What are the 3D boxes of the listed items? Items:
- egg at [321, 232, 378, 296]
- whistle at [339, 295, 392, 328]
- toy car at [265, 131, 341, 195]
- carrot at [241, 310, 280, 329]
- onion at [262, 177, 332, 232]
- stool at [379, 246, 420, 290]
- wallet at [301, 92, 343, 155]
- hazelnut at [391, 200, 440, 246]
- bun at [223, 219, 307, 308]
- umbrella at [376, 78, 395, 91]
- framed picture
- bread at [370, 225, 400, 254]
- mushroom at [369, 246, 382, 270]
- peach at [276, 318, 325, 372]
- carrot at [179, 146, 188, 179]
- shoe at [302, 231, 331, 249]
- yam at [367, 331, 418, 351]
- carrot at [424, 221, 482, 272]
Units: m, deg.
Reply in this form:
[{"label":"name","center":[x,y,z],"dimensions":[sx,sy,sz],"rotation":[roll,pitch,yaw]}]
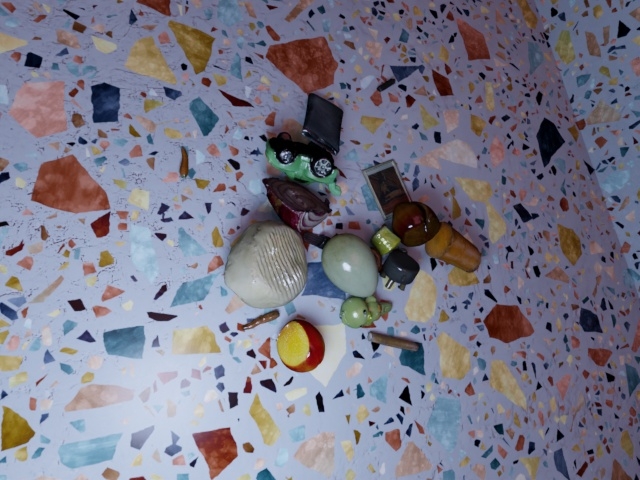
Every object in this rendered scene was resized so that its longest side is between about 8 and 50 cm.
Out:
[{"label":"egg","center":[0.130,0.110,1.692],"dimensions":[0.218,0.218,0.296],"rotation":[-33,93,-27]},{"label":"whistle","center":[0.208,0.309,1.731],"dimensions":[0.293,0.141,0.141],"rotation":[2,77,-24]},{"label":"toy car","center":[-0.065,-0.328,1.722],"dimensions":[0.357,0.177,0.214],"rotation":[10,30,-17]},{"label":"carrot","center":[-0.235,0.316,1.582],"dimensions":[0.164,0.035,0.036],"rotation":[-18,86,-25]},{"label":"onion","center":[-0.119,-0.147,1.667],"dimensions":[0.280,0.146,0.314],"rotation":[38,25,23]},{"label":"stool","center":[0.364,0.132,1.835],"dimensions":[0.153,0.139,0.228],"rotation":[33,32,14]},{"label":"wallet","center":[0.014,-0.532,1.790],"dimensions":[0.190,0.046,0.379],"rotation":[27,39,-20]},{"label":"hazelnut","center":[0.444,-0.081,1.905],"dimensions":[0.251,0.217,0.218],"rotation":[4,76,-34]},{"label":"bun","center":[-0.204,0.099,1.542],"dimensions":[0.326,0.234,0.362],"rotation":[47,44,-17]},{"label":"umbrella","center":[0.346,-0.818,2.109],"dimensions":[0.133,0.031,0.036],"rotation":[-37,97,-28]},{"label":"framed picture","center":[0.341,-0.255,1.987],"dimensions":[0.216,0.016,0.274],"rotation":[-25,89,-27]},{"label":"bread","center":[0.296,0.003,1.850],"dimensions":[0.111,0.129,0.114],"rotation":[-40,88,-9]},{"label":"mushroom","center":[0.225,0.092,1.818],"dimensions":[0.109,0.084,0.126],"rotation":[32,66,-45]},{"label":"peach","center":[-0.077,0.405,1.549],"dimensions":[0.190,0.190,0.193],"rotation":[-49,119,-25]},{"label":"carrot","center":[-0.538,-0.304,1.585],"dimensions":[0.035,0.035,0.142],"rotation":[3,70,-24]},{"label":"shoe","center":[0.000,0.000,1.753],"dimensions":[0.159,0.053,0.062],"rotation":[18,68,-17]},{"label":"yam","center":[0.328,0.456,1.802],"dimensions":[0.263,0.046,0.046],"rotation":[18,71,-21]},{"label":"carrot","center":[0.668,0.036,1.980],"dimensions":[0.254,0.196,0.196],"rotation":[21,70,-23]}]
